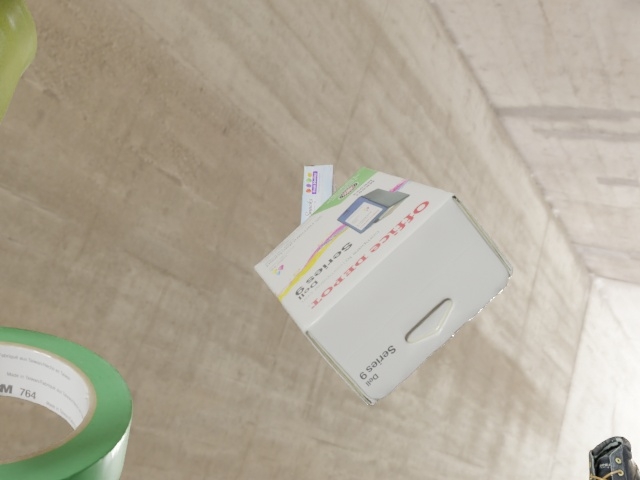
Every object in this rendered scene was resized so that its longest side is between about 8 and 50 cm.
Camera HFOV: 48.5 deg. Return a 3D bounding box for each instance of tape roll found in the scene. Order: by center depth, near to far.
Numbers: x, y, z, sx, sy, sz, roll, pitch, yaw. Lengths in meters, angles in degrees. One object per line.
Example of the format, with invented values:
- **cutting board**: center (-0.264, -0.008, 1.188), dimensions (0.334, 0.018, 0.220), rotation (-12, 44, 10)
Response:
- **tape roll**: center (-0.375, 0.202, 0.784), dimensions (0.321, 0.077, 0.321), rotation (14, 18, -4)

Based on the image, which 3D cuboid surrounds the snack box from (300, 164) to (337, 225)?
- **snack box**: center (0.000, 0.000, 0.803), dimensions (0.037, 0.141, 0.100), rotation (1, -24, 6)

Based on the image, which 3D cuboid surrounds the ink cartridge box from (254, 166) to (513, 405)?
- **ink cartridge box**: center (0.042, 0.026, 0.618), dimensions (0.093, 0.154, 0.212), rotation (48, -3, -20)

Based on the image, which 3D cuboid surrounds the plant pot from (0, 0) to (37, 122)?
- **plant pot**: center (-0.519, -0.181, 0.806), dimensions (0.366, 0.353, 0.367), rotation (17, -34, 12)

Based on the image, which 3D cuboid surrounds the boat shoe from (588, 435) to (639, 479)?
- **boat shoe**: center (0.339, 0.297, 0.835), dimensions (0.065, 0.083, 0.183), rotation (-22, -5, 31)
